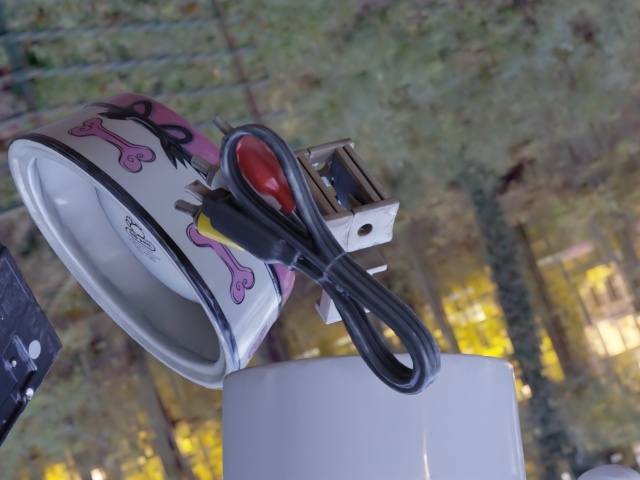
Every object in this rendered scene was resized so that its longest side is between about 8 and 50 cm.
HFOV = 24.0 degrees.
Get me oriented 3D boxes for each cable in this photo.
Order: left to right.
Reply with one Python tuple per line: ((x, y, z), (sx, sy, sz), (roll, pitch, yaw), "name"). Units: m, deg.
((0.000, 0.000, 1.246), (0.072, 0.287, 0.139), (-38, 159, -53), "cable")

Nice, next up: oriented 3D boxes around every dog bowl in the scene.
((-0.202, -0.011, 1.893), (0.150, 0.408, 0.408), (-42, -177, -21), "dog bowl")

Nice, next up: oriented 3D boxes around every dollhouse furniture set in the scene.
((-0.002, -0.005, 1.855), (0.129, 0.129, 0.184), (-14, 138, -24), "dollhouse furniture set")

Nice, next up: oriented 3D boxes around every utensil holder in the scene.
((0.058, 0.321, 1.511), (0.327, 0.386, 0.327), (-2, 169, 0), "utensil holder")

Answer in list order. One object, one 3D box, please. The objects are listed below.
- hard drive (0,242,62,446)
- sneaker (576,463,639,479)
((-0.361, 0.130, 1.271), (0.064, 0.237, 0.339), (1, -136, 27), "hard drive")
((0.275, 0.315, 1.574), (0.212, 0.080, 0.094), (-57, -176, 47), "sneaker")
